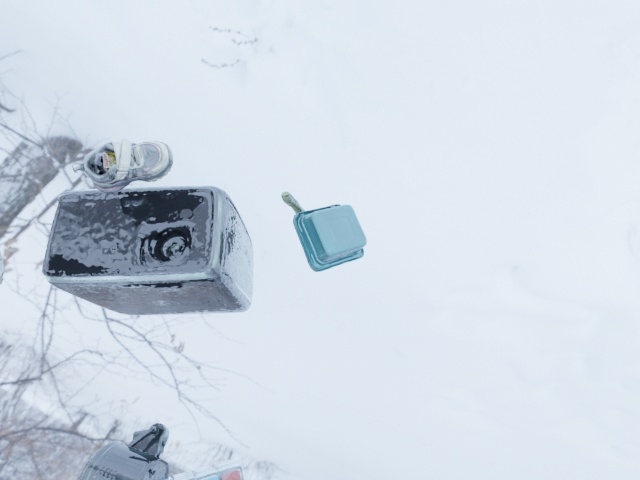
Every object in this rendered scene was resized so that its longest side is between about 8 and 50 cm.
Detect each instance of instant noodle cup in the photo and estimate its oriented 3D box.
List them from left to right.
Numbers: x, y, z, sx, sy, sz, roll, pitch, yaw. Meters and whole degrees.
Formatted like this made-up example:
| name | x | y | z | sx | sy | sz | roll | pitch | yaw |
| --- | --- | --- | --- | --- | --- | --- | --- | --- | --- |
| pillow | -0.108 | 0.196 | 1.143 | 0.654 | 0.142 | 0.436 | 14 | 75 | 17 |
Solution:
| name | x | y | z | sx | sy | sz | roll | pitch | yaw |
| --- | --- | --- | --- | --- | --- | --- | --- | --- | --- |
| instant noodle cup | 0.033 | -0.018 | 1.024 | 0.070 | 0.179 | 0.157 | -34 | 76 | 53 |

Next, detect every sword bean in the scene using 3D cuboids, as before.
| name | x | y | z | sx | sy | sz | roll | pitch | yaw |
| --- | --- | --- | --- | --- | --- | --- | --- | --- | --- |
| sword bean | -0.059 | -0.077 | 1.343 | 0.038 | 0.043 | 0.269 | -12 | 147 | 19 |

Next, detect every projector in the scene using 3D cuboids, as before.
| name | x | y | z | sx | sy | sz | roll | pitch | yaw |
| --- | --- | --- | --- | --- | --- | --- | --- | --- | --- |
| projector | -0.388 | 0.043 | 1.054 | 0.394 | 0.242 | 0.405 | -3 | 159 | 1 |

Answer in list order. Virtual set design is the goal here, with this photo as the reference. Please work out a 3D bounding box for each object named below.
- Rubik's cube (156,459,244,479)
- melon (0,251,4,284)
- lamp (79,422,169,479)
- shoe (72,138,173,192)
| name | x | y | z | sx | sy | sz | roll | pitch | yaw |
| --- | --- | --- | --- | --- | --- | --- | --- | --- | --- |
| Rubik's cube | -0.340 | 0.787 | 1.157 | 0.256 | 0.254 | 0.259 | -4 | 157 | -25 |
| melon | -0.602 | 0.026 | 0.713 | 0.202 | 0.093 | 0.140 | 33 | 142 | 46 |
| lamp | -0.679 | 0.835 | 1.422 | 0.272 | 0.374 | 0.205 | -4 | 142 | 2 |
| shoe | -0.385 | -0.157 | 0.808 | 0.180 | 0.089 | 0.092 | -16 | 171 | 5 |
